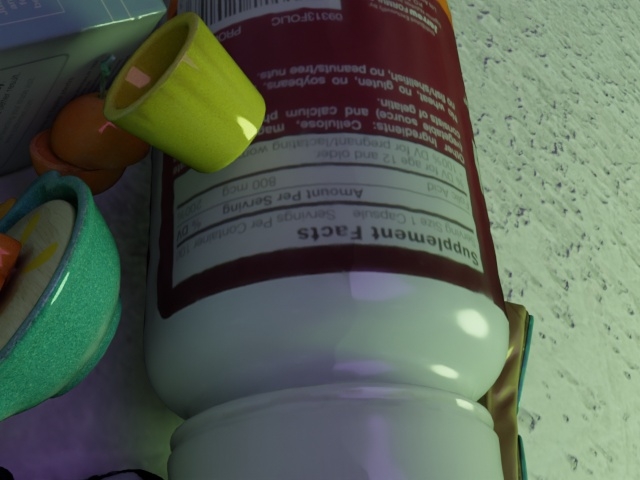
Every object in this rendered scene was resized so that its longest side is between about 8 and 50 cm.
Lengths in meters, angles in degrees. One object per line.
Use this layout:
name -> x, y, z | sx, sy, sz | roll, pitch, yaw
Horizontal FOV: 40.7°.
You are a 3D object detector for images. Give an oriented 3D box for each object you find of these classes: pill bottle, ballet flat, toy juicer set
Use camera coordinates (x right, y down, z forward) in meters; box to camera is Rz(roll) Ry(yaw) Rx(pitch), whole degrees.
pill bottle -> 0.000, 0.000, 0.569 | 0.224, 0.224, 0.392 | 14, 57, -29
ballet flat -> 0.130, 0.152, 0.708 | 0.073, 0.080, 0.232 | 11, 54, 1
toy juicer set -> -0.175, 0.029, 0.447 | 0.089, 0.209, 0.329 | 40, 67, -32

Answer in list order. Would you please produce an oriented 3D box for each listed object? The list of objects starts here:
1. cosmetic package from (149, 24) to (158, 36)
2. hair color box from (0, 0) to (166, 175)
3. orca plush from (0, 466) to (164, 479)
cosmetic package -> -0.083, -0.251, 0.677 | 0.151, 0.184, 0.151 | 11, 60, -31
hair color box -> -0.286, -0.076, 0.441 | 0.374, 0.185, 0.113 | -29, 86, -41
orca plush -> -0.182, 0.186, 0.434 | 0.287, 0.102, 0.151 | -1, 68, -36
